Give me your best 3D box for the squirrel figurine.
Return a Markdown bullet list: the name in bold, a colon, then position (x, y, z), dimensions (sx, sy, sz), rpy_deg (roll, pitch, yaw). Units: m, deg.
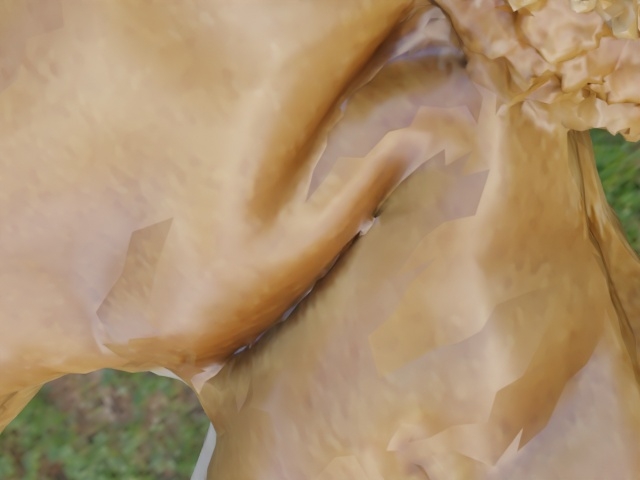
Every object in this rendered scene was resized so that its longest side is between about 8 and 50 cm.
- **squirrel figurine**: position (0.020, -0.056, 0.483), dimensions (0.397, 0.281, 0.370), rpy_deg (-39, 83, 28)
